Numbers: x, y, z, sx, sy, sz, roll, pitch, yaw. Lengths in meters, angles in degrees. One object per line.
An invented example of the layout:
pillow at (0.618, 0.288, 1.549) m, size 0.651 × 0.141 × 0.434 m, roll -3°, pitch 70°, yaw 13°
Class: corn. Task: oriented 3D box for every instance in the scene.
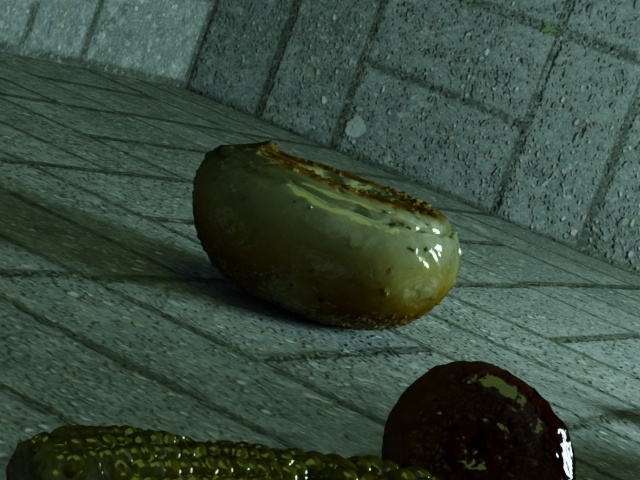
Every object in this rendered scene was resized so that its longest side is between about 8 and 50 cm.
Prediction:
corn at (-0.031, 0.162, 1.046) m, size 0.320 × 0.097 × 0.097 m, roll 14°, pitch 10°, yaw -33°

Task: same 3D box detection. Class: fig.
fig at (0.091, 0.178, 1.252) m, size 0.134 × 0.146 × 0.201 m, roll 23°, pitch -31°, yaw -3°

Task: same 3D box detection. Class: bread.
bread at (0.000, 0.000, 1.944) m, size 0.305 × 0.159 × 0.305 m, roll 20°, pitch 11°, yaw -4°
